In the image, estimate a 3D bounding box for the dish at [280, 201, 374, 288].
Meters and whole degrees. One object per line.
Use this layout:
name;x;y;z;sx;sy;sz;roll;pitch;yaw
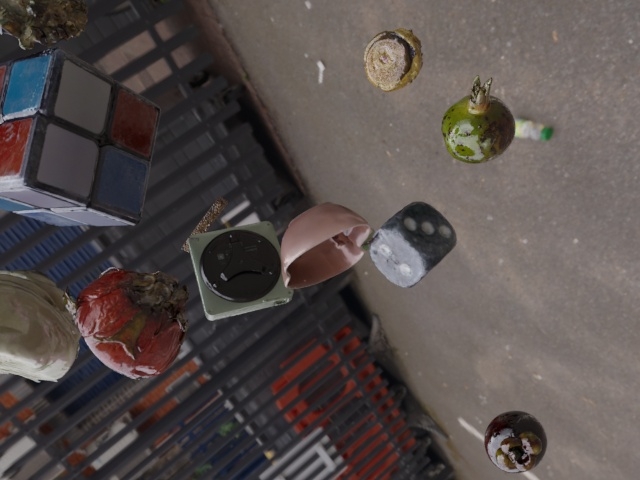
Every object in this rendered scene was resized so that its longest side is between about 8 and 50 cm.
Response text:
dish;0.000;0.000;1.155;0.090;0.213;0.213;59;170;23

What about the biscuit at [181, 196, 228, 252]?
biscuit;-0.357;-0.050;1.846;0.034;0.199;0.064;37;-172;-6

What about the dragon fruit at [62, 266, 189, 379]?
dragon fruit;-0.320;0.128;1.102;0.223;0.148;0.218;54;-161;2

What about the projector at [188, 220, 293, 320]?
projector;-0.233;0.079;1.735;0.079;0.257;0.259;109;145;-60

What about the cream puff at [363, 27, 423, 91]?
cream puff;0.221;-0.540;1.774;0.189;0.129;0.189;9;110;27

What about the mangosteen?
mangosteen;0.395;0.414;1.210;0.140;0.140;0.140;47;166;16

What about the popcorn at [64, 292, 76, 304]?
popcorn;-0.708;0.200;1.504;0.212;0.198;0.198;37;168;-8

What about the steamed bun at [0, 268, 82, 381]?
steamed bun;-0.617;0.148;1.175;0.268;0.207;0.280;1;155;13

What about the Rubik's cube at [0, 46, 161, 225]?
Rubik's cube;-0.608;-0.217;1.392;0.318;0.313;0.316;0;166;30

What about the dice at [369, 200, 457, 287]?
dice;0.260;0.011;1.690;0.183;0.182;0.181;46;143;11

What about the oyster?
oyster;-0.544;-0.474;1.165;0.198;0.259;0.092;45;125;-11

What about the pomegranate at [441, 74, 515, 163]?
pomegranate;0.430;-0.331;1.622;0.198;0.198;0.246;33;132;52
